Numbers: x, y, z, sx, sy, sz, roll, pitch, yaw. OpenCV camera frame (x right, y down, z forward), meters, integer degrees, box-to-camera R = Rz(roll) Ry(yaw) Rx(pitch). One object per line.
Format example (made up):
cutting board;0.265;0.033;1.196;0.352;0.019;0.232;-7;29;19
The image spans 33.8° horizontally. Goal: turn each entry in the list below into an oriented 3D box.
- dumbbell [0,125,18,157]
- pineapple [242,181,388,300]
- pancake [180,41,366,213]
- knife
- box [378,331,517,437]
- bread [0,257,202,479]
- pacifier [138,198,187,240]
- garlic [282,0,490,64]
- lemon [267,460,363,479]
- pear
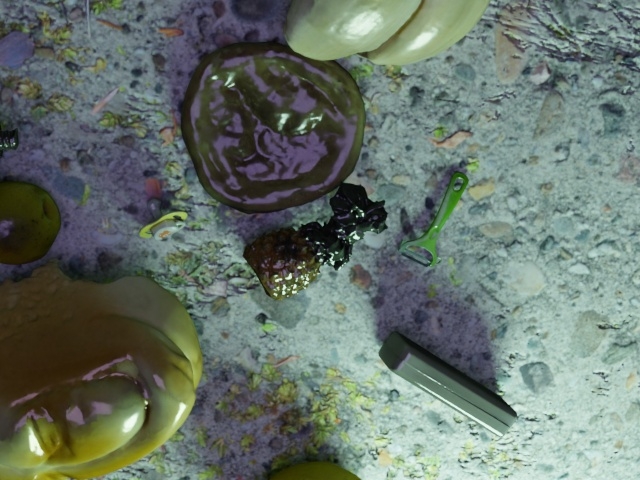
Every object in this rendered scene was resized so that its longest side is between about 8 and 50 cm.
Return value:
dumbbell;-0.636;-0.137;1.487;0.406;0.179;0.179;-2;107;-7
pineapple;0.000;0.000;1.661;0.237;0.119;0.111;-30;72;-1
pancake;-0.071;-0.170;1.631;0.294;0.049;0.294;-2;109;-7
knife;0.197;-0.035;1.729;0.078;0.022;0.166;25;103;-20
box;0.214;0.242;1.773;0.244;0.103;0.055;33;94;-17
bread;-0.394;0.208;1.595;0.424;0.245;0.329;-11;108;-2
pacifier;-0.249;-0.036;1.650;0.083;0.068;0.064;-29;76;16
garlic;0.101;-0.385;1.527;0.249;0.286;0.313;28;98;29
lemon;-0.001;0.503;1.762;0.240;0.219;0.240;-4;110;-12
pear;-0.466;-0.021;1.591;0.141;0.104;0.141;-1;109;-4
